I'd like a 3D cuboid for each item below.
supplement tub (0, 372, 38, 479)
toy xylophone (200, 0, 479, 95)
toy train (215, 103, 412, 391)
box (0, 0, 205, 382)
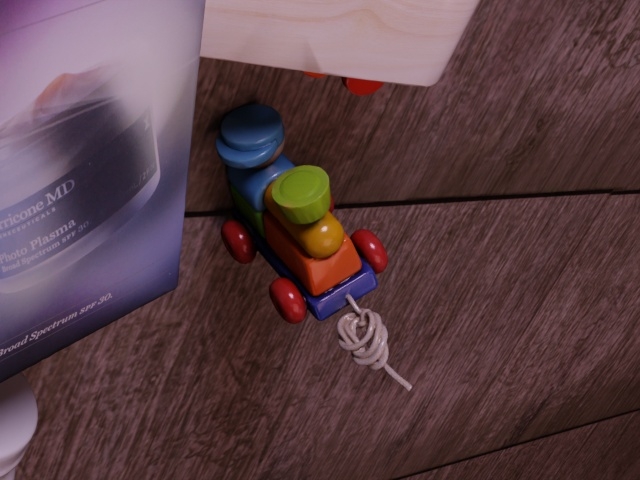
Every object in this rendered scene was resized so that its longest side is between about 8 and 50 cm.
[{"bbox_3d":[-0.353,0.202,0.881,0.191,0.191,0.272,11,120,-49],"label":"supplement tub"},{"bbox_3d":[0.012,-0.213,0.822,0.322,0.081,0.236,11,124,-38],"label":"toy xylophone"},{"bbox_3d":[0.000,0.000,0.951,0.105,0.248,0.143,-31,140,-14],"label":"toy train"},{"bbox_3d":[-0.235,-0.061,0.670,0.296,0.182,0.294,-30,145,-37],"label":"box"}]
